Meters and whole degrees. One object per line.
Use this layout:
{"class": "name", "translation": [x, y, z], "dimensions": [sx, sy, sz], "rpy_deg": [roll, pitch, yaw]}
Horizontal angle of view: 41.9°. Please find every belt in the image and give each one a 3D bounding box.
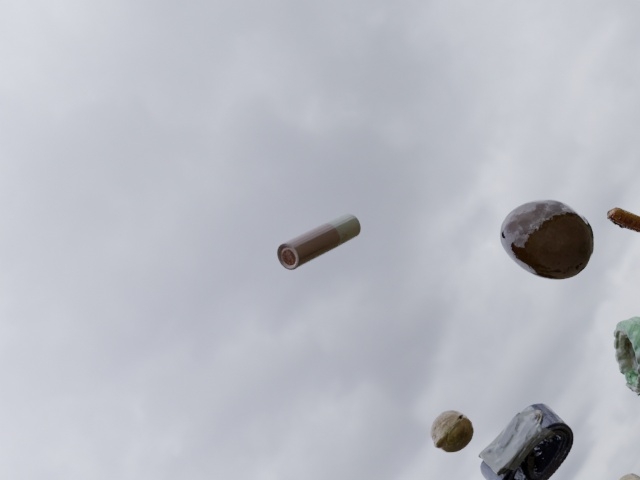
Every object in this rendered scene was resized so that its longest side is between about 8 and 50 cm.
{"class": "belt", "translation": [0.477, 0.492, 1.967], "dimensions": [0.140, 0.126, 0.230], "rpy_deg": [40, -86, -26]}

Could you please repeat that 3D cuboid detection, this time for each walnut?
{"class": "walnut", "translation": [0.332, 0.488, 2.126], "dimensions": [0.105, 0.105, 0.124], "rpy_deg": [-14, -35, -51]}

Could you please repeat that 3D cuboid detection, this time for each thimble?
{"class": "thimble", "translation": [0.902, 0.312, 2.277], "dimensions": [0.150, 0.219, 0.219], "rpy_deg": [-10, -36, 1]}

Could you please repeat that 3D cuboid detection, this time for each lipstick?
{"class": "lipstick", "translation": [0.000, 0.000, 2.069], "dimensions": [0.254, 0.070, 0.070], "rpy_deg": [-27, -39, -47]}

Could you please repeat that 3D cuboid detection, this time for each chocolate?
{"class": "chocolate", "translation": [0.424, 0.000, 1.597], "dimensions": [0.177, 0.177, 0.176], "rpy_deg": [-38, -32, -29]}

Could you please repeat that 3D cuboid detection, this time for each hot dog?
{"class": "hot dog", "translation": [0.869, -0.050, 2.340], "dimensions": [0.062, 0.144, 0.038], "rpy_deg": [129, 163, -67]}

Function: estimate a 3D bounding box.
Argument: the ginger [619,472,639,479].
{"class": "ginger", "translation": [0.513, 0.502, 1.282], "dimensions": [0.065, 0.298, 0.118], "rpy_deg": [0, -34, -8]}
